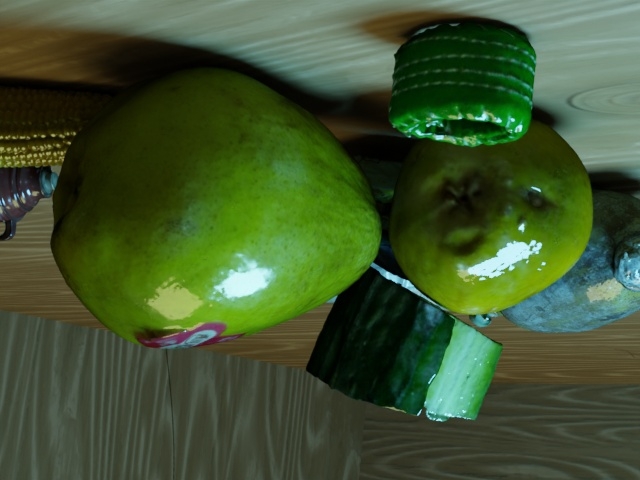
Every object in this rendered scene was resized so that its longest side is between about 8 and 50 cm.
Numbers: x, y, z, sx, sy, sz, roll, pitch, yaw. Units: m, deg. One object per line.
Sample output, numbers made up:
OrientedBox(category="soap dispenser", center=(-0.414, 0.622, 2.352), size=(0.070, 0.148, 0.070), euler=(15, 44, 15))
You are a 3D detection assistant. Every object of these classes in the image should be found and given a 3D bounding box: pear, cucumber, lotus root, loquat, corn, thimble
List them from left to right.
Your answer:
OrientedBox(category="corn", center=(-0.330, -0.122, 1.852), size=(0.260, 0.091, 0.091), euler=(-1, 161, 10))
OrientedBox(category="pear", center=(-0.092, -0.030, 1.732), size=(0.375, 0.287, 0.287), euler=(0, 174, -27))
OrientedBox(category="cucumber", center=(0.087, 0.116, 1.833), size=(0.191, 0.130, 0.191), euler=(27, -176, -2))
OrientedBox(category="thimble", center=(0.124, -0.133, 1.510), size=(0.130, 0.090, 0.118), euler=(1, 170, 26))
OrientedBox(category="loquat", center=(0.175, -0.027, 1.774), size=(0.213, 0.213, 0.246), euler=(2, 177, 19))
OrientedBox(category="lotus root", center=(0.309, 0.022, 2.051), size=(0.175, 0.175, 0.349), euler=(11, 169, -25))

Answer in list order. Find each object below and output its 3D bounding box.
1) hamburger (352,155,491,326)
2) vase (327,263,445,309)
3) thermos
OrientedBox(category="hamburger", center=(0.119, -0.029, 1.964), size=(0.260, 0.150, 0.276), euler=(26, -171, -33))
OrientedBox(category="vase", center=(0.060, 0.037, 2.403), size=(0.299, 0.143, 0.143), euler=(4, 170, -6))
OrientedBox(category="thermos", center=(-0.440, -0.058, 2.198), size=(0.232, 0.124, 0.099), euler=(-5, 171, 16))
